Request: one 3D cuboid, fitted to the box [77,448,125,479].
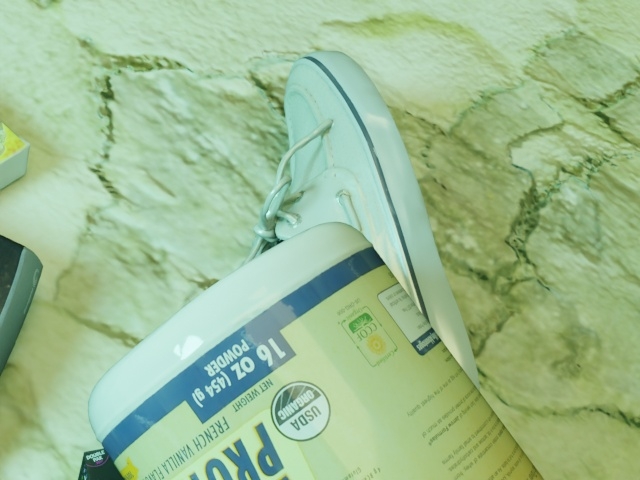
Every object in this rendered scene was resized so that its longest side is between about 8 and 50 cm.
[{"bbox_3d":[-0.137,0.195,0.894,0.062,0.052,0.083,-6,57,-21],"label":"box"}]

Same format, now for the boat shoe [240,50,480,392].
[{"bbox_3d":[-0.001,0.005,1.030,0.156,0.136,0.367,-10,69,-18],"label":"boat shoe"}]

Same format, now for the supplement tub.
[{"bbox_3d":[0.019,0.172,0.824,0.228,0.228,0.316,-32,82,-32],"label":"supplement tub"}]

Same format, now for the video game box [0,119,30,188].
[{"bbox_3d":[-0.380,-0.076,1.021,0.187,0.048,0.205,41,55,16],"label":"video game box"}]

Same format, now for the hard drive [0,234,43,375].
[{"bbox_3d":[-0.321,0.082,0.892,0.172,0.054,0.254,26,60,-8],"label":"hard drive"}]
